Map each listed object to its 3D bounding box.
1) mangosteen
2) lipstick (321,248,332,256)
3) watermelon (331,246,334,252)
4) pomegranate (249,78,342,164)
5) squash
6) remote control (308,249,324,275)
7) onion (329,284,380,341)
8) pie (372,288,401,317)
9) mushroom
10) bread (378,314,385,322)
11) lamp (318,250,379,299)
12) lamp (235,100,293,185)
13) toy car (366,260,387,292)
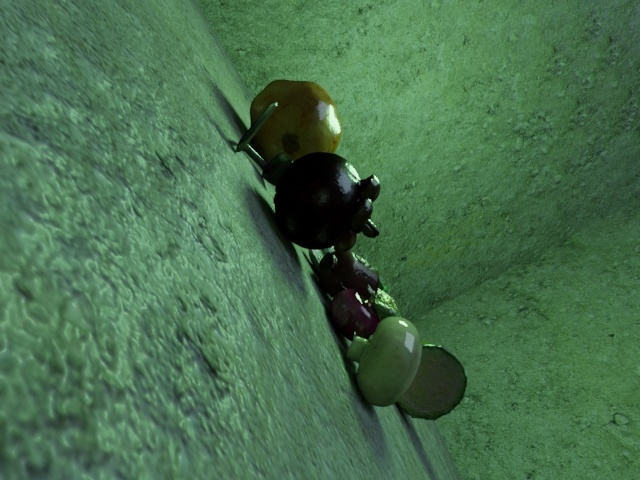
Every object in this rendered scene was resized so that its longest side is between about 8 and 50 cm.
[{"bbox_3d":[0.027,-0.108,1.295,0.346,0.307,0.307,21,-1,9],"label":"mangosteen"},{"bbox_3d":[0.061,0.149,1.654,0.290,0.076,0.077,61,6,5],"label":"lipstick"},{"bbox_3d":[-0.001,-0.007,1.998,0.180,0.081,0.094,43,25,-13],"label":"watermelon"},{"bbox_3d":[-0.102,-0.471,1.776,0.412,0.411,0.411,60,5,-9],"label":"pomegranate"},{"bbox_3d":[0.425,0.552,1.797,0.311,0.310,0.309,60,2,-2],"label":"squash"},{"bbox_3d":[0.004,0.108,1.539,0.073,0.044,0.229,-77,147,-60],"label":"remote control"},{"bbox_3d":[0.111,0.233,1.308,0.177,0.153,0.178,162,-90,-89],"label":"onion"},{"bbox_3d":[0.226,0.235,1.633,0.240,0.054,0.240,31,10,-6],"label":"pie"},{"bbox_3d":[0.168,0.327,1.162,0.202,0.246,0.246,18,-8,16],"label":"mushroom"},{"bbox_3d":[0.268,0.391,1.750,0.148,0.195,0.344,40,7,-4],"label":"bread"},{"bbox_3d":[0.104,0.136,1.460,0.258,0.180,0.180,34,19,-32],"label":"lamp"},{"bbox_3d":[-0.171,-0.325,1.393,0.124,0.203,0.283,42,-1,29],"label":"lamp"},{"bbox_3d":[0.204,0.185,2.242,0.214,0.176,0.359,60,0,-19],"label":"toy car"}]
